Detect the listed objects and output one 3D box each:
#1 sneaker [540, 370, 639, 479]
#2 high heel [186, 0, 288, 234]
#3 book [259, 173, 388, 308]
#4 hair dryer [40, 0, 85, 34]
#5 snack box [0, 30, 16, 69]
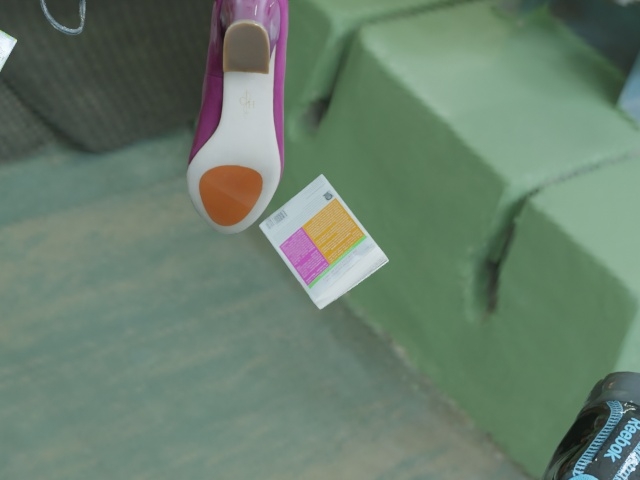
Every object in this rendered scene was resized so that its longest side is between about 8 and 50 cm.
[{"bbox_3d":[0.179,0.257,1.178,0.125,0.341,0.139,22,33,23],"label":"sneaker"},{"bbox_3d":[-0.097,-0.187,2.087,0.127,0.377,0.181,10,42,-6],"label":"high heel"},{"bbox_3d":[0.000,0.000,1.809,0.096,0.035,0.144,-38,48,2],"label":"book"},{"bbox_3d":[-0.324,-0.383,1.733,0.080,0.223,0.294,-10,61,5],"label":"hair dryer"},{"bbox_3d":[-0.381,-0.164,1.740,0.037,0.141,0.100,30,-2,-15],"label":"snack box"}]
